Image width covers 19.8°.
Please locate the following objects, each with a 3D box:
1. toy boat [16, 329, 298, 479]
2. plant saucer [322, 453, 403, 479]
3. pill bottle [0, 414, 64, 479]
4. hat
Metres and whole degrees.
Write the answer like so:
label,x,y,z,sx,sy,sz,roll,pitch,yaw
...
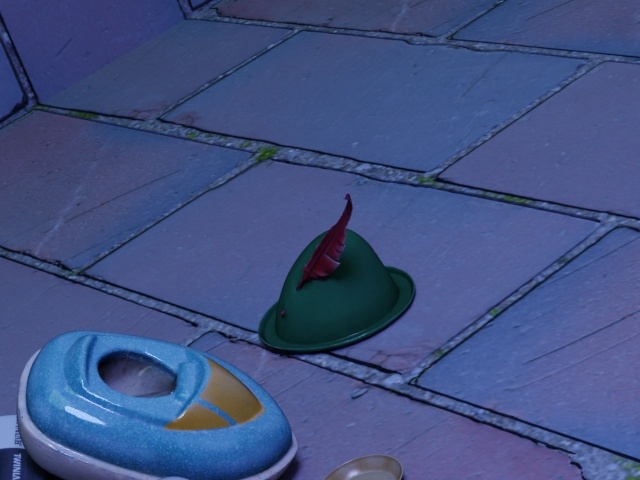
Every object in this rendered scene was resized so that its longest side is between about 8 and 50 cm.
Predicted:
label,x,y,z,sx,sy,sz,roll,pitch,yaw
toy boat,-0.141,0.191,1.657,0.268,0.148,0.318,12,33,-13
plant saucer,0.038,0.225,1.671,0.083,0.015,0.083,-18,24,8
pill bottle,-0.286,0.272,1.694,0.130,0.130,0.245,-21,24,1
hat,0.000,0.000,1.966,0.208,0.183,0.173,-6,28,31
